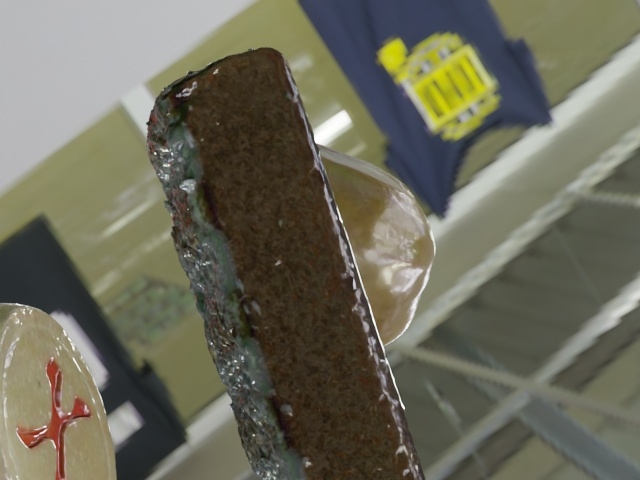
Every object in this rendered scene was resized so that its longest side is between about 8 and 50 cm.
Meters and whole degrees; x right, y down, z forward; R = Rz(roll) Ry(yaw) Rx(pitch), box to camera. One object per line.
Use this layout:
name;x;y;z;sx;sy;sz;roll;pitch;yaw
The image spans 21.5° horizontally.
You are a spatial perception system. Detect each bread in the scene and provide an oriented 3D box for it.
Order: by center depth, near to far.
bread;-0.022;0.078;1.225;0.113;0.416;0.165;-17;171;-11

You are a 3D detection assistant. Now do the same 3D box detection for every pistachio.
pistachio;0.000;0.000;1.789;0.163;0.261;0.212;-36;-138;48

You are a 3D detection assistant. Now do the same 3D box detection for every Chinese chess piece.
Chinese chess piece;-0.359;0.241;1.946;0.141;0.338;0.338;-17;-157;14
